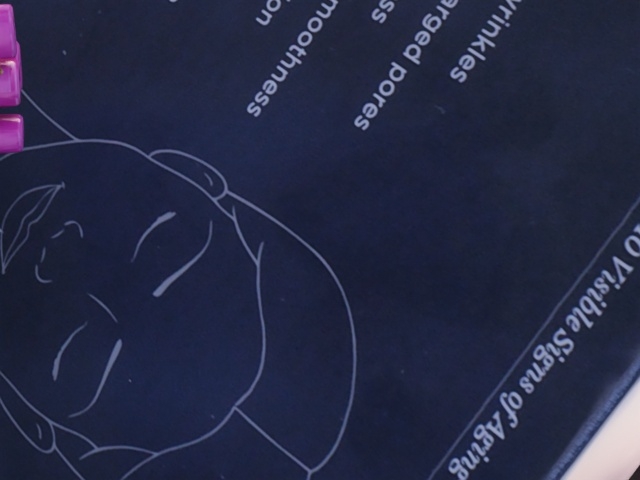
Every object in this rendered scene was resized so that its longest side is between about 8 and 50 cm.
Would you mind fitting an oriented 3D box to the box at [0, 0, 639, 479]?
[{"bbox_3d":[0.000,0.000,0.820,0.472,0.480,0.297,39,5,23],"label":"box"}]

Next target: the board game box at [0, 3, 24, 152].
[{"bbox_3d":[-0.144,0.002,0.457,0.390,0.050,0.389,106,-23,-67],"label":"board game box"}]
